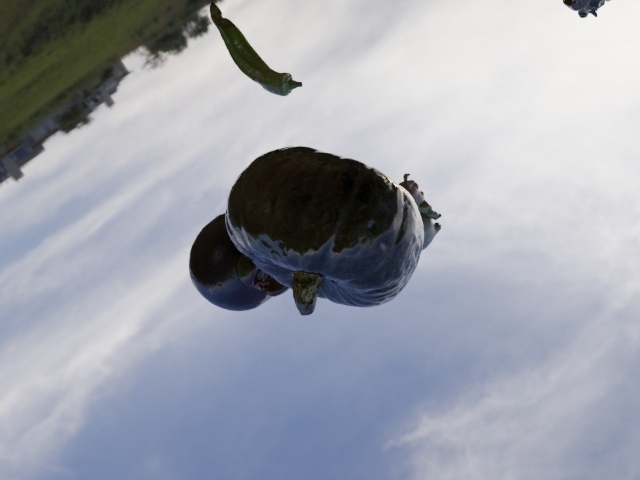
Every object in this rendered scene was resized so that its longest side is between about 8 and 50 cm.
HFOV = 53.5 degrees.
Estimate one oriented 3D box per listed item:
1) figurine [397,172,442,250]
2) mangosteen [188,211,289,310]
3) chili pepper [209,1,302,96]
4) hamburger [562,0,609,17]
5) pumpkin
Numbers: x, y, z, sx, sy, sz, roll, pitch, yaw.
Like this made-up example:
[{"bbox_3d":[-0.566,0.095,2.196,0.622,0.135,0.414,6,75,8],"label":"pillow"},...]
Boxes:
[{"bbox_3d":[0.101,-0.051,0.909,0.098,0.146,0.081,-57,-153,-3],"label":"figurine"},{"bbox_3d":[-0.105,0.033,0.889,0.153,0.152,0.152,-20,-146,14],"label":"mangosteen"},{"bbox_3d":[-0.111,-0.282,0.977,0.043,0.049,0.208,-41,-106,-20],"label":"chili pepper"},{"bbox_3d":[0.455,-0.495,1.072,0.130,0.206,0.183,0,-101,1],"label":"hamburger"},{"bbox_3d":[0.000,0.000,0.676,0.219,0.219,0.162,10,-105,44],"label":"pumpkin"}]
